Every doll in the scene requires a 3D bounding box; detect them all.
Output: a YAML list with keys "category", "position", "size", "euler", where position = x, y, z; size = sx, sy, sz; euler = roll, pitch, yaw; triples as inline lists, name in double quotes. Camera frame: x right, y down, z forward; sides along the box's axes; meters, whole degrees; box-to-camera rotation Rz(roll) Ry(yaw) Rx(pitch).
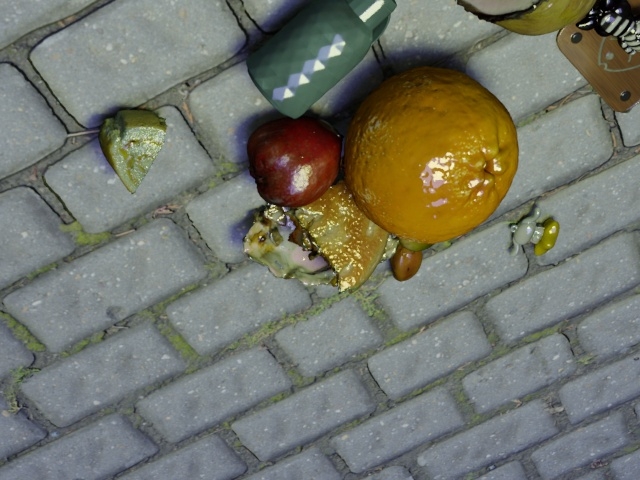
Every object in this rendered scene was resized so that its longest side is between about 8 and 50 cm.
- category: "doll"
  position: [0.488, -0.008, 2.192]
  size: [0.113, 0.071, 0.135]
  euler: [35, 117, -26]
- category: "doll"
  position: [0.600, -0.424, 1.866]
  size: [0.219, 0.067, 0.091]
  euler: [16, 132, -31]

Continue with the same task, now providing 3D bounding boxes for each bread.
- category: "bread"
  position: [-0.368, -0.176, 1.789]
  size: [0.110, 0.103, 0.156]
  euler: [17, 115, -32]

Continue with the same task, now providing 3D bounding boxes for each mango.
- category: "mango"
  position: [0.192, 0.048, 2.154]
  size: [0.080, 0.060, 0.114]
  euler: [-13, 130, -26]

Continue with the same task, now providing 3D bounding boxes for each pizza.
- category: "pizza"
  position: [0.033, -0.037, 1.961]
  size: [0.229, 0.081, 0.289]
  euler: [11, 86, -17]

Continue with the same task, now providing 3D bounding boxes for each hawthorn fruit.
- category: "hawthorn fruit"
  position: [-0.042, -0.163, 1.857]
  size: [0.202, 0.185, 0.185]
  euler: [-31, 131, -12]

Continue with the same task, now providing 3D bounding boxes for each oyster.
- category: "oyster"
  position: [-0.001, 0.002, 2.048]
  size: [0.355, 0.107, 0.201]
  euler: [14, 91, -17]

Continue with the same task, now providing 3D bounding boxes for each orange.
- category: "orange"
  position: [0.219, -0.159, 1.817]
  size: [0.341, 0.293, 0.340]
  euler: [-12, 113, -31]

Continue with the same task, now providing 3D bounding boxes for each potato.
- category: "potato"
  position: [0.398, -0.475, 1.718]
  size: [0.266, 0.229, 0.229]
  euler: [0, 132, -48]

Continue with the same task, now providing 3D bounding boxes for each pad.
- category: "pad"
  position: [0.654, -0.423, 1.934]
  size: [0.284, 0.018, 0.286]
  euler: [-41, 125, 18]

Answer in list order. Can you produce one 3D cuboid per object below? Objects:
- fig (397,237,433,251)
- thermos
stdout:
- category: "fig"
  position: [0.204, -0.052, 2.031]
  size: [0.121, 0.136, 0.153]
  euler: [-2, 107, 12]
- category: "thermos"
  position: [0.017, -0.358, 1.734]
  size: [0.286, 0.145, 0.182]
  euler: [-38, 160, 14]
